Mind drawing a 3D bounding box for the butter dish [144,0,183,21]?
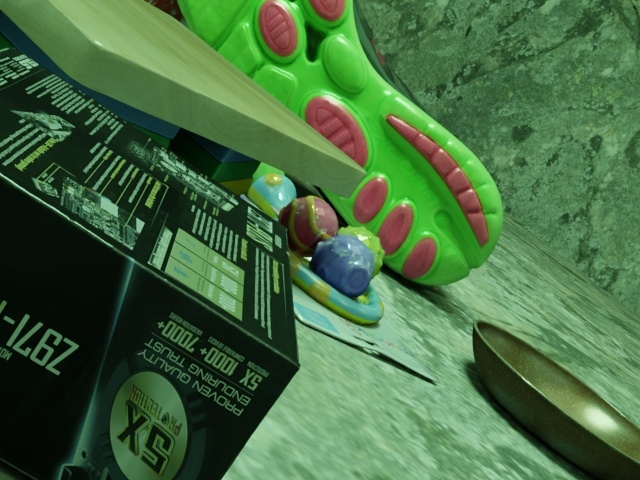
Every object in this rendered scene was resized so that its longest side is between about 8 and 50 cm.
[{"bbox_3d":[-0.195,-0.242,1.139,0.118,0.159,0.160,59,10,-2],"label":"butter dish"}]

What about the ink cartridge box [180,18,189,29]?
[{"bbox_3d":[-0.153,-0.338,1.374,0.223,0.129,0.307,28,32,-13],"label":"ink cartridge box"}]

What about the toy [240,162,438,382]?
[{"bbox_3d":[0.000,0.000,0.808,0.137,0.056,0.237,26,13,-37],"label":"toy"}]

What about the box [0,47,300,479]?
[{"bbox_3d":[-0.090,0.007,0.398,0.147,0.078,0.180,33,10,-11],"label":"box"}]

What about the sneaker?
[{"bbox_3d":[-0.001,-0.157,1.121,0.483,0.185,0.202,59,-6,1],"label":"sneaker"}]

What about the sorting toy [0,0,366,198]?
[{"bbox_3d":[-0.139,-0.105,0.727,0.257,0.089,0.255,42,13,36],"label":"sorting toy"}]

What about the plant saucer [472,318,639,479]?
[{"bbox_3d":[0.194,0.137,0.870,0.198,0.036,0.198,33,10,-7],"label":"plant saucer"}]
